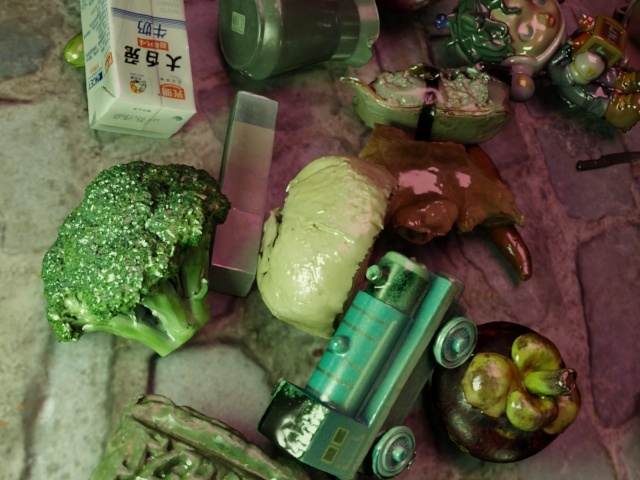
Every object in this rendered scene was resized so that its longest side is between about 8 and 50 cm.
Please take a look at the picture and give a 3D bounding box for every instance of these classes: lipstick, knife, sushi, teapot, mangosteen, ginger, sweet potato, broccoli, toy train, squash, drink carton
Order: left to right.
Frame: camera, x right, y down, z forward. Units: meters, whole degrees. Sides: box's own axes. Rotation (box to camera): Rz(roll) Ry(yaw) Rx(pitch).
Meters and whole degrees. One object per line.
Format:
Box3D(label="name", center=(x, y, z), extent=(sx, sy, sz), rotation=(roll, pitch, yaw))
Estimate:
Box3D(label="squash", center=(-0.323, -0.317, 1.702), extent=(0.052, 0.052, 0.183), rotation=(34, 50, 3))
Box3D(label="drink carton", center=(-0.270, -0.311, 1.633), extent=(0.130, 0.106, 0.315), rotation=(5, 67, -32))
Box3D(label="broccoli", center=(-0.220, 0.021, 1.415), extent=(0.242, 0.261, 0.269), rotation=(59, 16, -7))
Box3D(label="lipstick", center=(-0.111, -0.072, 1.603), extent=(0.068, 0.066, 0.317), rotation=(14, 53, -12))
Box3D(label="teapot", center=(-0.041, -0.343, 1.775), extent=(0.225, 0.171, 0.203), rotation=(-5, 29, -32))
Box3D(label="toy train", center=(0.066, 0.156, 1.382), extent=(0.120, 0.298, 0.194), rotation=(27, -4, 46))
Box3D(label="sushi", center=(0.166, -0.208, 1.770), extent=(0.272, 0.134, 0.109), rotation=(2, 63, -20))
Box3D(label="ginger", center=(0.175, -0.072, 1.662), extent=(0.270, 0.123, 0.219), rotation=(13, 44, 8))
Box3D(label="sweet potato", center=(0.268, -0.051, 1.746), extent=(0.057, 0.057, 0.265), rotation=(-1, 58, -22))
Box3D(label="mangosteen", center=(0.253, 0.190, 1.469), extent=(0.192, 0.217, 0.192), rotation=(11, 65, -24))
Box3D(label="knife", center=(0.503, -0.139, 1.928), extent=(0.170, 0.010, 0.023), rotation=(-10, 67, -29))

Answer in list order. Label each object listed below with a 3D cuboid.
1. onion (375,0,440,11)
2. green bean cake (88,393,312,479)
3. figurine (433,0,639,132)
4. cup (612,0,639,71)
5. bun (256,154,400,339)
Box3D(label="onion", center=(0.104, -0.489, 1.933), extent=(0.348, 0.159, 0.267), rotation=(12, 45, 30))
Box3D(label="green bean cake", center=(-0.156, 0.321, 1.279), extent=(0.241, 0.132, 0.255), rotation=(24, 52, 1))
Box3D(label="figurine", center=(0.383, -0.320, 1.893), extent=(0.381, 0.186, 0.261), rotation=(25, 47, -4))
Box3D(label="cup", center=(0.670, -0.393, 2.078), extent=(0.200, 0.192, 0.253), rotation=(-17, 32, -34))
Box3D(label="bun", center=(0.000, 0.000, 1.483), extent=(0.152, 0.259, 0.259), rotation=(20, 51, 4))
